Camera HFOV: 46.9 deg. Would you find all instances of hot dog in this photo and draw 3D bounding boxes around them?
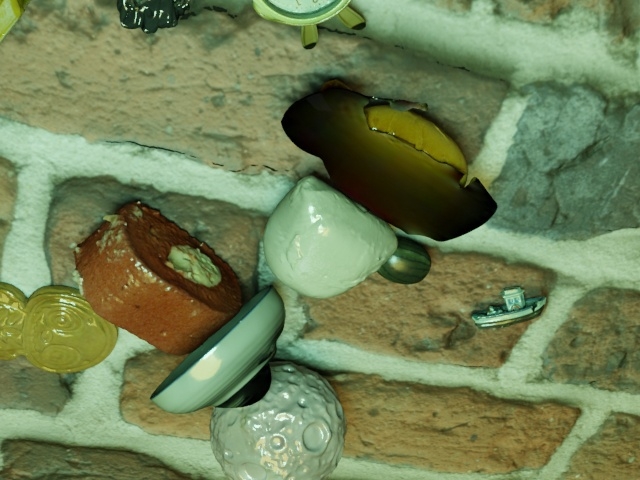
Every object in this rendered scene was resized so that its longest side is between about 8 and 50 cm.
[{"bbox_3d":[0.115,-0.141,1.114,0.194,0.107,0.326,-31,117,30],"label":"hot dog"}]

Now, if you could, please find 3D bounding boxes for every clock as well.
[{"bbox_3d":[-0.022,-0.359,0.971,0.170,0.069,0.232,-20,126,10],"label":"clock"}]

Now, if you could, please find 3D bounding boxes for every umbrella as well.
[{"bbox_3d":[-0.240,-0.397,0.911,0.122,0.110,0.272,-15,121,7],"label":"umbrella"}]

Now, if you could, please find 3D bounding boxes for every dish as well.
[{"bbox_3d":[-0.139,0.212,1.239,0.273,0.273,0.134,-41,95,23],"label":"dish"}]

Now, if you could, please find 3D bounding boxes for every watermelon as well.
[{"bbox_3d":[0.142,0.036,1.268,0.110,0.078,0.078,16,124,-16],"label":"watermelon"}]

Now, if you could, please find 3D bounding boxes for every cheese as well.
[{"bbox_3d":[0.000,0.000,1.182,0.198,0.154,0.189,31,116,-28],"label":"cheese"}]

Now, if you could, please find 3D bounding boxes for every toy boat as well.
[{"bbox_3d":[0.346,0.121,1.361,0.140,0.059,0.066,-12,100,6],"label":"toy boat"}]

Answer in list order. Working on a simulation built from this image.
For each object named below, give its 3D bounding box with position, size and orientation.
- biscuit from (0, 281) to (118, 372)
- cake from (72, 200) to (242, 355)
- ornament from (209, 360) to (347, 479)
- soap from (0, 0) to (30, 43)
[{"bbox_3d":[-0.514,0.158,1.333,0.288,0.044,0.202,12,125,-15],"label":"biscuit"},{"bbox_3d":[-0.264,0.071,1.202,0.151,0.177,0.283,-35,122,20],"label":"cake"},{"bbox_3d":[-0.079,0.341,1.369,0.259,0.259,0.225,-4,88,-1],"label":"ornament"},{"bbox_3d":[-0.490,-0.309,0.966,0.257,0.080,0.160,-40,121,22],"label":"soap"}]
